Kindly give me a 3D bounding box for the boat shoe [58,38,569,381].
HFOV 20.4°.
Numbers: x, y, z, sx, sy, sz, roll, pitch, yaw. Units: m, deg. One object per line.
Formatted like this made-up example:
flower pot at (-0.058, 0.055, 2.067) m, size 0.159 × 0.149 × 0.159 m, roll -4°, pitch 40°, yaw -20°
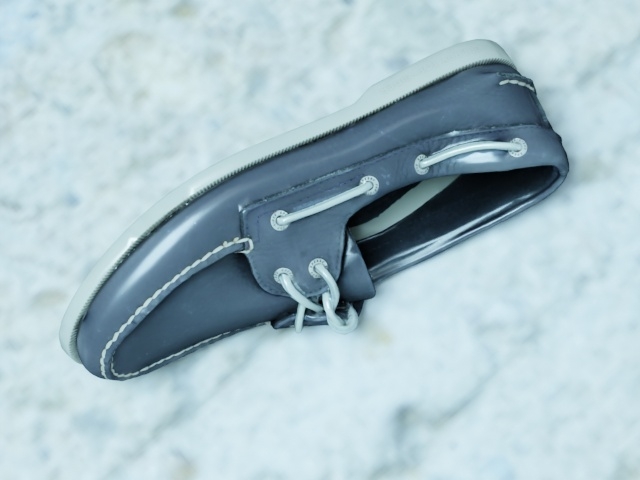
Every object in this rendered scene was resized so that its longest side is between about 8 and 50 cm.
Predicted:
boat shoe at (0.000, 0.000, 0.667) m, size 0.206 × 0.075 × 0.065 m, roll -32°, pitch 63°, yaw -8°
